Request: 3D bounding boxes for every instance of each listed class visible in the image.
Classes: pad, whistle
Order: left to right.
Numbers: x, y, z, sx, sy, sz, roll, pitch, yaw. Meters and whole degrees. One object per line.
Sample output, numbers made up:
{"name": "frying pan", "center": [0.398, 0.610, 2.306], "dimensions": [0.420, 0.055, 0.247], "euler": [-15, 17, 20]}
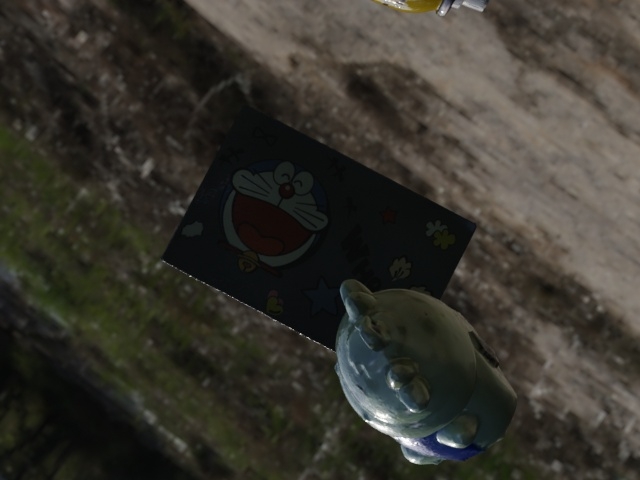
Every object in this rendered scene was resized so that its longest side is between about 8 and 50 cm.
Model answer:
{"name": "pad", "center": [0.000, 0.000, 1.207], "dimensions": [0.245, 0.170, 0.006], "euler": [28, 173, 3]}
{"name": "whistle", "center": [0.071, 0.094, 0.866], "dimensions": [0.110, 0.092, 0.244], "euler": [58, -172, 30]}

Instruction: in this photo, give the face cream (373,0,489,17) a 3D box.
{"name": "face cream", "center": [0.015, -0.315, 1.350], "dimensions": [0.348, 0.105, 0.105], "euler": [20, 165, -5]}
